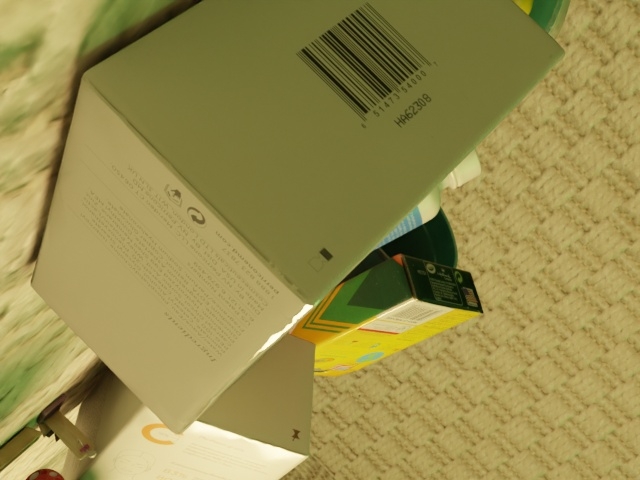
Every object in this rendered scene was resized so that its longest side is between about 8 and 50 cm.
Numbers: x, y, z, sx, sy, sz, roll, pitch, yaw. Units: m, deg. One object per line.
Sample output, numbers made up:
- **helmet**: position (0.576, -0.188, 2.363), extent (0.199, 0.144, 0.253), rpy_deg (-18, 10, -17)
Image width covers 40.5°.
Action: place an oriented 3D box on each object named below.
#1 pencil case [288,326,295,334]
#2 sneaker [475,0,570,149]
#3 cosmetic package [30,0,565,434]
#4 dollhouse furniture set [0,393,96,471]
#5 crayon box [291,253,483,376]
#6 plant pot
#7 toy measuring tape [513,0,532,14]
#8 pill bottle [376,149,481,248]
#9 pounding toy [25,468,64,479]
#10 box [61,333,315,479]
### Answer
- **pencil case**: position (0.000, 0.000, 1.263), extent (0.386, 0.160, 0.167), rpy_deg (-45, -177, -14)
- **sneaker**: position (0.166, -0.217, 0.938), extent (0.121, 0.108, 0.302), rpy_deg (17, 105, -48)
- **cosmetic package**: position (-0.024, -0.037, 0.488), extent (0.224, 0.138, 0.224), rpy_deg (-43, 176, -34)
- **dollhouse furniture set**: position (-0.333, 0.263, 1.047), extent (0.114, 0.081, 0.091), rpy_deg (-42, 176, -41)
- **crayon box**: position (0.072, 0.132, 1.396), extent (0.319, 0.081, 0.202), rpy_deg (-30, 153, 31)
- **plant pot**: position (0.061, 0.019, 1.556), extent (0.255, 0.271, 0.272), rpy_deg (-38, -178, 34)
- **toy measuring tape**: position (0.054, -0.120, 0.793), extent (0.330, 0.121, 0.121), rpy_deg (-37, 180, 16)
- **pill bottle**: position (0.044, -0.054, 0.876), extent (0.222, 0.124, 0.124), rpy_deg (-27, 178, 1)
- **pounding toy**: position (-0.353, 0.355, 1.009), extent (0.237, 0.183, 0.110), rpy_deg (-21, 142, -33)
- **box**: position (-0.185, 0.250, 1.157), extent (0.345, 0.215, 0.168), rpy_deg (-46, -151, 41)
